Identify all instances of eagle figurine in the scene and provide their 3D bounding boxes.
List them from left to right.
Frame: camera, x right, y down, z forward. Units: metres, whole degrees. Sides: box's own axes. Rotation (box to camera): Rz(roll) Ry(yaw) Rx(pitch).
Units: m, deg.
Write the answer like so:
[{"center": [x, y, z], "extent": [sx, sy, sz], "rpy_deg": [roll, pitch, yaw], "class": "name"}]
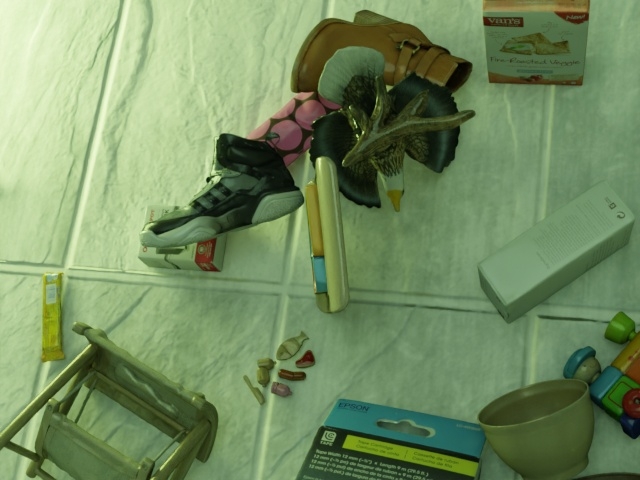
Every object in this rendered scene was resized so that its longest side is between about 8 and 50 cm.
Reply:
[{"center": [0.097, -0.151, 1.456], "extent": [0.226, 0.298, 0.225], "rpy_deg": [21, 96, 4], "class": "eagle figurine"}]

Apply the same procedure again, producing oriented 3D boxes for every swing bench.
[{"center": [-0.321, 0.303, 1.484], "extent": [0.253, 0.165, 0.255], "rpy_deg": [29, 74, 21], "class": "swing bench"}]

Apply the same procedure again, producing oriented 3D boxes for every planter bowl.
[{"center": [0.316, 0.276, 1.361], "extent": [0.162, 0.162, 0.109], "rpy_deg": [-20, 94, 5], "class": "planter bowl"}]

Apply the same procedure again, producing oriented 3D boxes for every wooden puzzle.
[{"center": [0.000, 0.000, 1.451], "extent": [0.044, 0.238, 0.221], "rpy_deg": [-5, 86, -6], "class": "wooden puzzle"}]

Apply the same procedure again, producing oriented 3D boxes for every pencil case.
[{"center": [-0.048, -0.176, 1.624], "extent": [0.209, 0.095, 0.098], "rpy_deg": [-41, 82, -1], "class": "pencil case"}]

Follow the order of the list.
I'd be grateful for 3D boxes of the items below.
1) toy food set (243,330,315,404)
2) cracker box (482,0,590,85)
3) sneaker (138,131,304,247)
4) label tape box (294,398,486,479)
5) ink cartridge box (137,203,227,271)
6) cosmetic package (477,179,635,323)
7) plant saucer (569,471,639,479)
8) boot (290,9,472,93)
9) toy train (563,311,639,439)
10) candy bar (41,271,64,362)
[{"center": [-0.057, 0.207, 1.532], "extent": [0.122, 0.019, 0.078], "rpy_deg": [-33, 68, -8], "class": "toy food set"}, {"center": [0.338, -0.323, 1.508], "extent": [0.155, 0.232, 0.067], "rpy_deg": [4, 72, 14], "class": "cracker box"}, {"center": [-0.171, -0.083, 1.535], "extent": [0.268, 0.101, 0.153], "rpy_deg": [-17, 89, -5], "class": "sneaker"}, {"center": [0.083, 0.393, 1.359], "extent": [0.249, 0.115, 0.348], "rpy_deg": [8, 35, 18], "class": "label tape box"}, {"center": [-0.230, -0.005, 1.621], "extent": [0.135, 0.056, 0.099], "rpy_deg": [3, 73, 13], "class": "ink cartridge box"}, {"center": [0.352, 0.019, 1.451], "extent": [0.231, 0.117, 0.085], "rpy_deg": [-32, 67, -1], "class": "cosmetic package"}, {"center": [0.333, 0.411, 1.250], "extent": [0.310, 0.310, 0.050], "rpy_deg": [-27, 99, 3], "class": "plant saucer"}, {"center": [0.101, -0.274, 1.564], "extent": [0.220, 0.109, 0.283], "rpy_deg": [31, 36, 20], "class": "boot"}, {"center": [0.478, 0.150, 1.394], "extent": [0.248, 0.105, 0.143], "rpy_deg": [-48, 55, -6], "class": "toy train"}, {"center": [-0.458, 0.127, 1.649], "extent": [0.040, 0.018, 0.162], "rpy_deg": [-8, 69, 6], "class": "candy bar"}]
